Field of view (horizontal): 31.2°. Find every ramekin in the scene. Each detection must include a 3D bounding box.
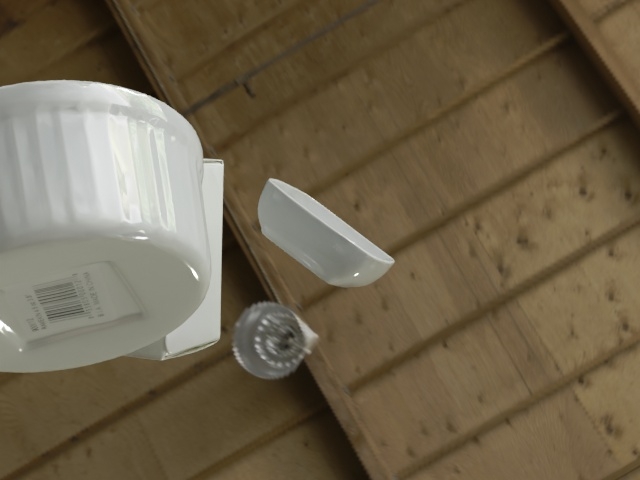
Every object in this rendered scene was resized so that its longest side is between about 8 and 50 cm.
[{"bbox_3d":[-0.223,0.002,0.964,0.277,0.277,0.135,-19,-117,6],"label":"ramekin"}]

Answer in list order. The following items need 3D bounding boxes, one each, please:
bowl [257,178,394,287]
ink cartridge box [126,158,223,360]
[{"bbox_3d":[0.000,0.000,1.170,0.142,0.142,0.053,37,-85,15],"label":"bowl"},{"bbox_3d":[-0.251,0.009,1.243,0.283,0.117,0.207,5,-83,26],"label":"ink cartridge box"}]
